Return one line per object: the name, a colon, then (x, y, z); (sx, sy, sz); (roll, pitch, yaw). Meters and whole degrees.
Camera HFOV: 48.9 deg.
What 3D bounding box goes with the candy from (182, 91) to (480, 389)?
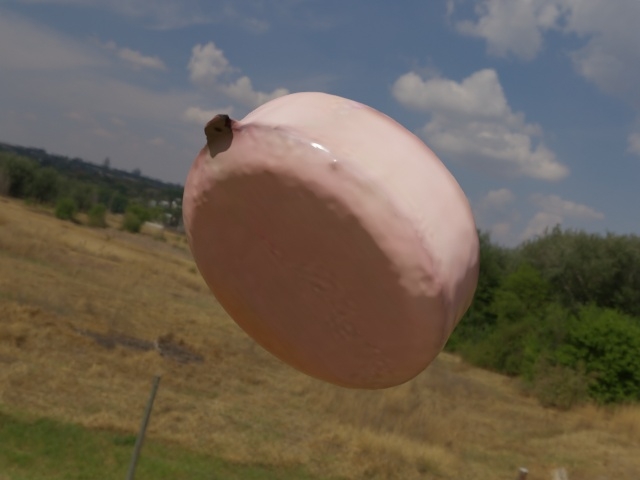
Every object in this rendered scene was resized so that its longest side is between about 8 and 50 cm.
candy: (0.000, 0.000, 0.561); (0.255, 0.255, 0.094); (15, 41, 31)
